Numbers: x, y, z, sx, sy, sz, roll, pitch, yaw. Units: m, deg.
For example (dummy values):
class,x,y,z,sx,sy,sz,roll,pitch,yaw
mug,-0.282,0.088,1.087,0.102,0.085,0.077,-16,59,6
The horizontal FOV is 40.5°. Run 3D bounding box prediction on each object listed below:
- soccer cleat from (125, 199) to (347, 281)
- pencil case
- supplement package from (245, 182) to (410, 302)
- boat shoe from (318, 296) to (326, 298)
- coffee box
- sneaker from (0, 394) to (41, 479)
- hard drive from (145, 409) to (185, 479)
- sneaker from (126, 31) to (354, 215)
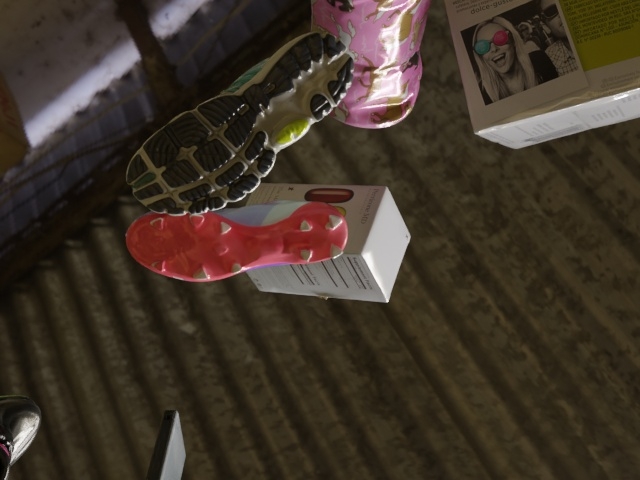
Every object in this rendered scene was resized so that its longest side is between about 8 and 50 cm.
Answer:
class,x,y,z,sx,sy,sz,roll,pitch,yaw
soccer cleat,-0.091,-0.006,0.963,0.247,0.095,0.083,-5,-76,-15
pencil case,0.074,-0.320,1.170,0.167,0.386,0.160,29,-119,14
supplement package,0.000,0.000,1.401,0.244,0.134,0.139,3,-126,29
boat shoe,0.014,0.074,1.575,0.177,0.064,0.060,13,-67,38
coffee box,0.396,-0.354,1.343,0.338,0.337,0.335,-14,-94,22
sneaker,-0.689,0.451,1.742,0.202,0.483,0.185,-2,-78,13
hard drive,-0.201,0.302,1.122,0.022,0.094,0.135,0,-145,3
sneaker,-0.084,-0.122,0.928,0.275,0.107,0.110,-36,-160,-14
